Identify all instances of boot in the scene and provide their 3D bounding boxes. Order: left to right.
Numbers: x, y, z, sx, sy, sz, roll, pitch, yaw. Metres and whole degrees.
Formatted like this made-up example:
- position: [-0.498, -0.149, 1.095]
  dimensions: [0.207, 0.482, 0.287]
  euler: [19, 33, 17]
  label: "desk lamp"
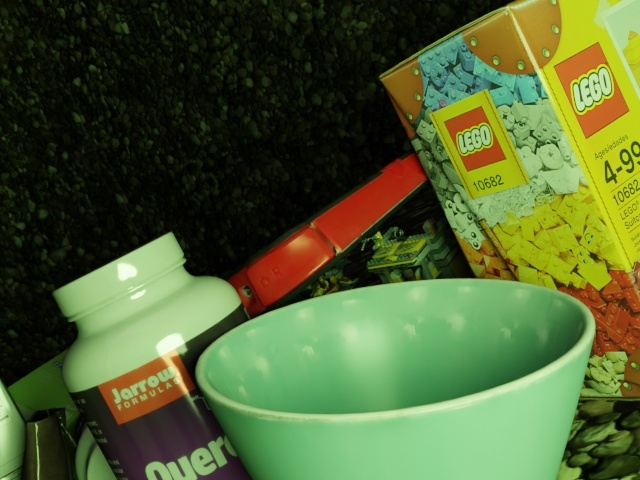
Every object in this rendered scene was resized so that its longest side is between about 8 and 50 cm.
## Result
- position: [-0.320, 0.306, 0.899]
  dimensions: [0.090, 0.206, 0.248]
  euler: [-5, 1, -7]
  label: "boot"

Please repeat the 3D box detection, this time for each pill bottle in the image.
- position: [-0.255, 0.283, 1.098]
  dimensions: [0.153, 0.153, 0.265]
  euler: [-28, 7, -16]
  label: "pill bottle"
- position: [-0.123, 0.162, 0.773]
  dimensions: [0.181, 0.323, 0.181]
  euler: [-27, 6, 3]
  label: "pill bottle"

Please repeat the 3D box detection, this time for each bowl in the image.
- position: [0.068, 0.148, 0.653]
  dimensions: [0.312, 0.163, 0.311]
  euler: [-10, 11, 2]
  label: "bowl"

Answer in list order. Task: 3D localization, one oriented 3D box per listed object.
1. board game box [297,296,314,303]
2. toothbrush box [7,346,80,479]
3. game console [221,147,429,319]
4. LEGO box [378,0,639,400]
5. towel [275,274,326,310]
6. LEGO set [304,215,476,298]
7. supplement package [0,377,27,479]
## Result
- position: [-0.145, 0.181, 1.860]
  dimensions: [0.319, 0.066, 0.318]
  euler: [-26, 7, 7]
  label: "board game box"
- position: [-0.425, 0.301, 1.359]
  dimensions: [0.206, 0.122, 0.283]
  euler: [-66, -10, 22]
  label: "toothbrush box"
- position: [0.000, 0.000, 0.967]
  dimensions: [0.342, 0.060, 0.386]
  euler: [-34, 1, -31]
  label: "game console"
- position: [0.362, -0.118, 0.863]
  dimensions: [0.500, 0.372, 0.193]
  euler: [-31, 8, -32]
  label: "LEGO box"
- position: [-0.153, 0.144, 1.738]
  dimensions: [0.370, 0.040, 0.271]
  euler: [-24, 9, 6]
  label: "towel"
- position: [0.049, 0.092, 0.998]
  dimensions: [0.255, 0.192, 0.331]
  euler: [-40, 20, -33]
  label: "LEGO set"
- position: [-0.465, 0.329, 1.073]
  dimensions: [0.198, 0.262, 0.199]
  euler: [-30, 8, -23]
  label: "supplement package"
